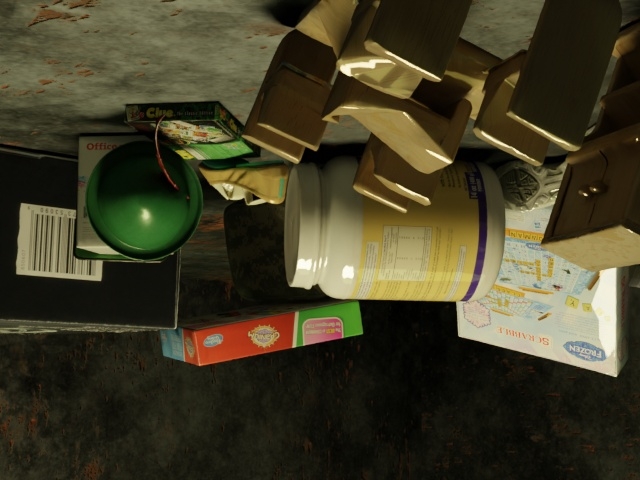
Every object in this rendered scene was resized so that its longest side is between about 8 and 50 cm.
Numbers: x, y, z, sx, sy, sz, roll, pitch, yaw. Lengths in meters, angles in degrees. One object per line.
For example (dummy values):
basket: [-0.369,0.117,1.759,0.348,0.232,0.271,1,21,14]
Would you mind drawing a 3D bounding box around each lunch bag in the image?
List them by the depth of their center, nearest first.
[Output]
lunch bag: [0.000,0.000,2.250,0.305,0.212,0.256,-6,-173,45]

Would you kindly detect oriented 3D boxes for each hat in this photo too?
hat: [-0.229,-0.052,1.599,0.208,0.173,0.183,44,170,-26]

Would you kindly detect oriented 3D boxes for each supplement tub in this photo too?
supplement tub: [0.116,-0.020,1.888,0.331,0.241,0.241,2,173,-10]

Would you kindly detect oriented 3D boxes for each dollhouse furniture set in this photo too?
dollhouse furniture set: [0.181,-0.169,1.099,0.394,0.256,0.362,25,165,-14]

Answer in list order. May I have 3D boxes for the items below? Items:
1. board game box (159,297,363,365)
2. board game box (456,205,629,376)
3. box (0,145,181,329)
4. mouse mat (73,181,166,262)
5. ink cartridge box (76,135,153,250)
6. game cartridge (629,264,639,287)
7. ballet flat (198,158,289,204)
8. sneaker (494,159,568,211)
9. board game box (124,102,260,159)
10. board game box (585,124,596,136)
board game box: [-0.115,0.163,2.119,0.316,0.064,0.242,-9,-178,-22]
board game box: [0.390,0.062,2.039,0.319,0.318,0.066,13,-145,32]
box: [-0.580,0.018,2.061,0.480,0.297,0.472,7,172,-43]
mouse mat: [-0.327,-0.053,1.889,0.153,0.189,0.007,2,156,-8]
ink cartridge box: [-0.302,-0.070,1.789,0.128,0.176,0.127,0,175,7]
game cartridge: [0.439,0.003,2.213,0.355,0.068,0.230,28,-172,40]
ballet flat: [-0.128,-0.094,1.819,0.080,0.073,0.232,-9,-170,-31]
sneaker: [0.396,-0.091,1.918,0.232,0.090,0.115,-3,175,35]
board game box: [-0.181,-0.157,1.677,0.136,0.030,0.260,-3,172,9]
board game box: [0.548,-0.145,1.604,0.305,0.053,0.193,1,173,-5]
